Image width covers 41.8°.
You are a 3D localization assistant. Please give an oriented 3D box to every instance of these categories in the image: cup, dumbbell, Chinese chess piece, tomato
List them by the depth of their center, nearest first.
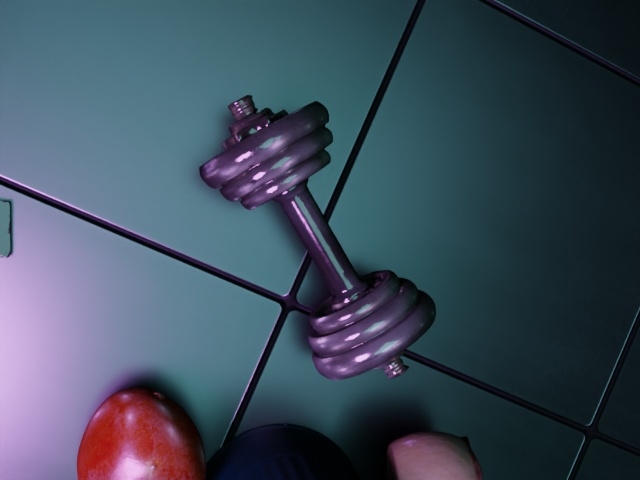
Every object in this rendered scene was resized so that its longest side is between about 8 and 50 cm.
[{"bbox_3d":[-0.046,0.405,1.010,0.242,0.292,0.308,36,84,-12],"label":"cup"},{"bbox_3d":[-0.220,0.273,1.040,0.167,0.167,0.167,-1,93,-12],"label":"tomato"},{"bbox_3d":[0.000,0.000,1.057,0.179,0.179,0.406,-32,98,-9],"label":"dumbbell"},{"bbox_3d":[0.148,0.374,1.067,0.104,0.257,0.257,-5,94,-1],"label":"Chinese chess piece"}]

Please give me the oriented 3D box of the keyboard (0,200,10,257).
[{"bbox_3d":[-0.487,-0.014,1.037,0.196,0.015,0.074,-1,97,-11],"label":"keyboard"}]
